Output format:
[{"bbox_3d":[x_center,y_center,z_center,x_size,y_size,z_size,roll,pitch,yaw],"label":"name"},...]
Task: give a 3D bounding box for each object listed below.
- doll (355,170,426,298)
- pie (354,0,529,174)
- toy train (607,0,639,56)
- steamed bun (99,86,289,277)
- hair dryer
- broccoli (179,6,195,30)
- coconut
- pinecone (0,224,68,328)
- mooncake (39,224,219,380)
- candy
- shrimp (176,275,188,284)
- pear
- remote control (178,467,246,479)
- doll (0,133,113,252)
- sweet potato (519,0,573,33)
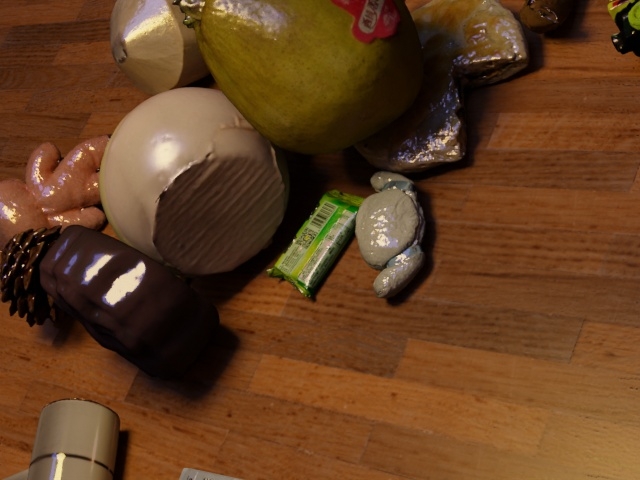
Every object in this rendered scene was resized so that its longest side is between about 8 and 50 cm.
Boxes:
[{"bbox_3d":[0.101,-0.017,1.715,0.104,0.071,0.214,-22,51,28],"label":"doll"},{"bbox_3d":[0.162,-0.246,1.836,0.338,0.075,0.337,-23,47,27],"label":"pie"},{"bbox_3d":[0.527,-0.341,1.584,0.296,0.100,0.160,-22,40,27],"label":"toy train"},{"bbox_3d":[-0.210,-0.111,1.881,0.309,0.309,0.309,-22,48,26],"label":"steamed bun"},{"bbox_3d":[-0.464,0.394,1.863,0.362,0.128,0.203,-26,47,34],"label":"hair dryer"},{"bbox_3d":[-0.122,-0.403,2.071,0.243,0.247,0.262,22,94,54],"label":"broccoli"},{"bbox_3d":[-0.295,-0.374,2.203,0.202,0.202,0.222,-2,16,39],"label":"coconut"},{"bbox_3d":[-0.448,0.062,2.047,0.205,0.179,0.184,7,29,-4],"label":"pinecone"},{"bbox_3d":[-0.299,0.099,1.815,0.283,0.283,0.141,18,68,46],"label":"mooncake"},{"bbox_3d":[0.001,0.001,1.818,0.102,0.032,0.178,25,76,44],"label":"candy"},{"bbox_3d":[-0.243,0.066,1.983,0.059,0.023,0.108,-21,47,39],"label":"shrimp"},{"bbox_3d":[-0.035,-0.286,1.731,0.287,0.375,0.287,-162,90,-75],"label":"pear"},{"bbox_3d":[-0.143,0.360,1.670,0.162,0.029,0.061,4,65,37],"label":"remote control"},{"bbox_3d":[-0.481,-0.077,2.225,0.303,0.156,0.201,-32,81,-11],"label":"doll"},{"bbox_3d":[0.328,-0.413,1.810,0.124,0.098,0.310,-41,38,19],"label":"sweet potato"}]
